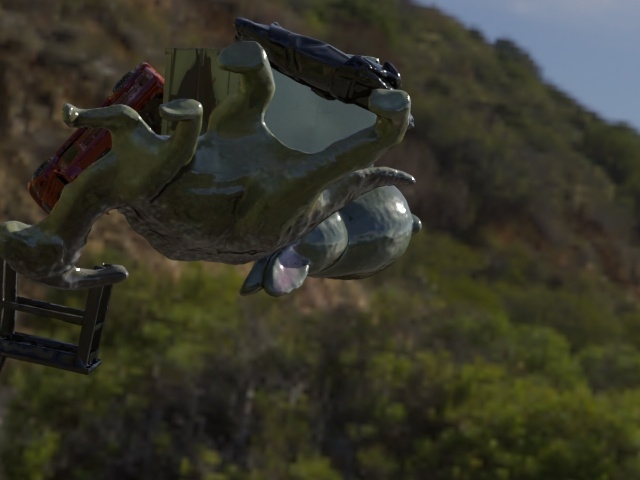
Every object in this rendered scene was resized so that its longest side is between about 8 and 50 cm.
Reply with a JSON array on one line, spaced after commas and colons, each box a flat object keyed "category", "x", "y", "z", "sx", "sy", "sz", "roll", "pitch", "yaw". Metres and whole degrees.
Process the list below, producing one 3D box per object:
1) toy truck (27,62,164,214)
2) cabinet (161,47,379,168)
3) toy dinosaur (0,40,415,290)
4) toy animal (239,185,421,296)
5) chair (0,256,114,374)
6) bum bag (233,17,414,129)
[{"category": "toy truck", "x": -0.293, "y": -0.124, "z": 2.441, "sx": 0.107, "sy": 0.253, "sz": 0.114, "roll": 43, "pitch": -1, "yaw": -22}, {"category": "cabinet", "x": -0.063, "y": -0.128, "z": 1.845, "sx": 0.150, "sy": 0.145, "sz": 0.206, "roll": 1, "pitch": 5, "yaw": -37}, {"category": "toy dinosaur", "x": -0.068, "y": -0.043, "z": 1.129, "sx": 0.294, "sy": 0.077, "sz": 0.162, "roll": -3, "pitch": -42, "yaw": -11}, {"category": "toy animal", "x": 0.001, "y": -0.010, "z": 1.627, "sx": 0.138, "sy": 0.108, "sz": 0.236, "roll": 0, "pitch": 4, "yaw": 20}, {"category": "chair", "x": -0.241, "y": 0.117, "z": 1.461, "sx": 0.101, "sy": 0.213, "sz": 0.084, "roll": 11, "pitch": 2, "yaw": 1}, {"category": "bum bag", "x": 0.002, "y": -0.156, "z": 1.545, "sx": 0.197, "sy": 0.049, "sz": 0.087, "roll": 27, "pitch": -7, "yaw": 28}]
